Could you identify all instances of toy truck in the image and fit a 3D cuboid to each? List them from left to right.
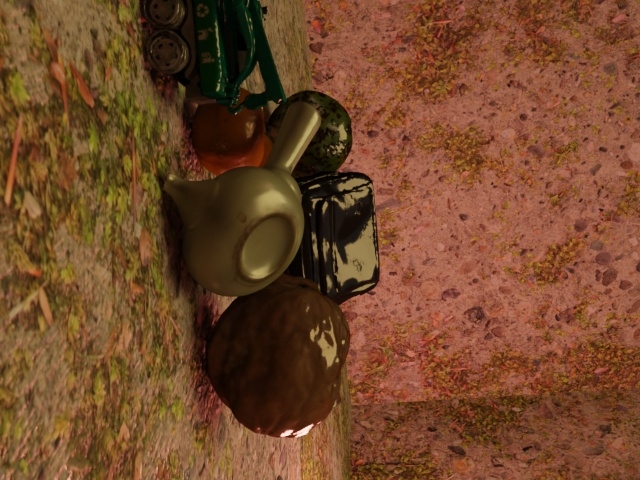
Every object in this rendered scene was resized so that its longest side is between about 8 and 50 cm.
[{"bbox_3d":[-0.161,-0.366,1.033,0.176,0.178,0.364,-24,106,-84],"label":"toy truck"}]

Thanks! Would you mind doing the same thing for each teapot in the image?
[{"bbox_3d":[-0.091,-0.055,1.094,0.318,0.149,0.220,-35,140,-32],"label":"teapot"}]

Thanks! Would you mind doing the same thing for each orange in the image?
[{"bbox_3d":[-0.156,-0.183,1.177,0.156,0.124,0.156,176,-90,-81],"label":"orange"}]

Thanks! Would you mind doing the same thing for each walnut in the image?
[{"bbox_3d":[-0.070,0.190,1.161,0.227,0.273,0.273,2,82,-50],"label":"walnut"}]

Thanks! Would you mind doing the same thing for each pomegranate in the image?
[{"bbox_3d":[-0.043,-0.296,1.950,0.254,0.270,0.254,8,-80,59],"label":"pomegranate"}]

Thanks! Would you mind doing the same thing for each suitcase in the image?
[{"bbox_3d":[0.000,0.000,1.811,0.339,0.188,0.345,-20,112,-45],"label":"suitcase"}]

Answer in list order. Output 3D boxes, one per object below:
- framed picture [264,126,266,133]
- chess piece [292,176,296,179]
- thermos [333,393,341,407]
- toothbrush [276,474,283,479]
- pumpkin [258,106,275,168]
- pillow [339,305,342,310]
[{"bbox_3d":[-0.159,-0.246,1.740,0.203,0.015,0.150,-88,171,-45],"label":"framed picture"},{"bbox_3d":[-0.016,-0.153,2.177,0.234,0.234,0.442,74,7,-64],"label":"chess piece"},{"bbox_3d":[-0.039,0.315,1.863,0.176,0.146,0.265,-17,95,-73],"label":"thermos"},{"bbox_3d":[-0.085,0.687,1.675,0.024,0.018,0.257,-60,145,-75],"label":"toothbrush"},{"bbox_3d":[-0.129,-0.183,1.427,0.131,0.126,0.248,55,30,-83],"label":"pumpkin"},{"bbox_3d":[-0.010,0.246,2.085,0.255,0.119,0.322,-48,141,-51],"label":"pillow"}]
